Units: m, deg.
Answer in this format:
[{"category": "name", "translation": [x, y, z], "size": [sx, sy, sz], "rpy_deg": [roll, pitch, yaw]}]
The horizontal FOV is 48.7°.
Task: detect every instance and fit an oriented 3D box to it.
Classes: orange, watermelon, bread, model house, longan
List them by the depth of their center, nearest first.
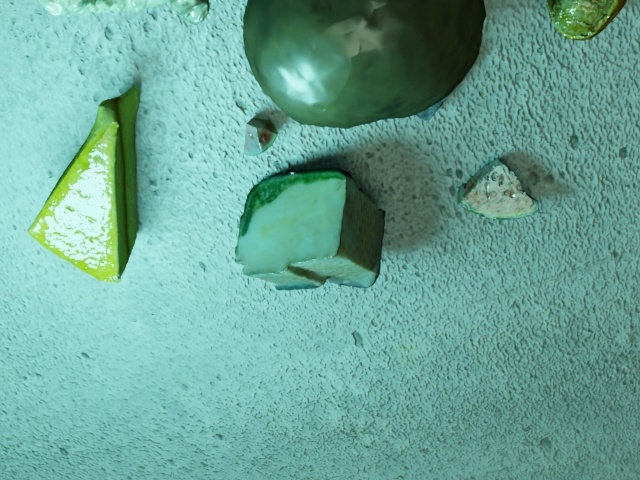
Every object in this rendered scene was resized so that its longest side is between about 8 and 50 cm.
[{"category": "longan", "translation": [0.083, -0.397, 1.245], "size": [0.404, 0.436, 0.404], "rpy_deg": [9, 104, 38]}, {"category": "orange", "translation": [0.513, -0.467, 1.364], "size": [0.156, 0.134, 0.156], "rpy_deg": [-34, 150, -22]}, {"category": "bread", "translation": [-0.437, -0.129, 1.541], "size": [0.245, 0.233, 0.362], "rpy_deg": [34, 117, -20]}, {"category": "watermelon", "translation": [-0.143, -0.230, 1.564], "size": [0.092, 0.084, 0.072], "rpy_deg": [-39, 105, 9]}, {"category": "watermelon", "translation": [0.415, -0.125, 1.638], "size": [0.187, 0.071, 0.139], "rpy_deg": [7, 117, 6]}, {"category": "model house", "translation": [0.000, 0.002, 1.648], "size": [0.298, 0.243, 0.284], "rpy_deg": [-6, 155, 35]}]

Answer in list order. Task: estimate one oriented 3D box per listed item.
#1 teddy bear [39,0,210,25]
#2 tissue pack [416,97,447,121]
[{"category": "teddy bear", "translation": [-0.254, -0.543, 1.226], "size": [0.362, 0.375, 0.327], "rpy_deg": [-12, 95, 28]}, {"category": "tissue pack", "translation": [0.229, -0.343, 1.500], "size": [0.112, 0.051, 0.156], "rpy_deg": [28, 119, -18]}]
